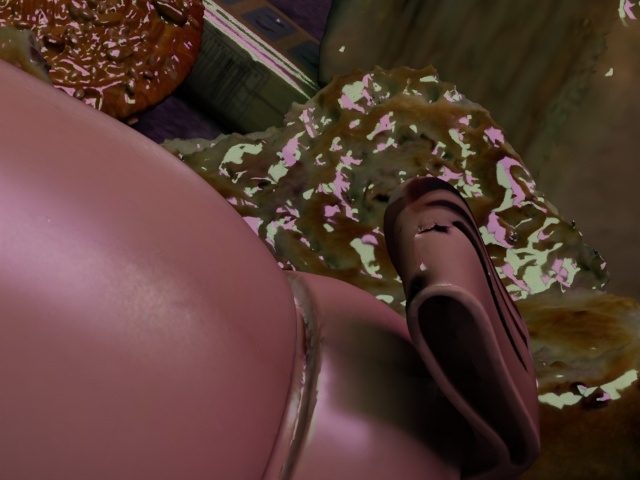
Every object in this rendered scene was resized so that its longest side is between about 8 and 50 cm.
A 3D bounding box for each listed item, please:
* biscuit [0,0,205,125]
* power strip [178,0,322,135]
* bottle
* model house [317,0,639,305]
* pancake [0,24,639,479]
[{"bbox_3d":[-0.118,-0.129,0.798,0.126,0.025,0.206,17,47,-19],"label":"biscuit"},{"bbox_3d":[-0.114,-0.164,0.901,0.387,0.066,0.092,37,22,3],"label":"power strip"},{"bbox_3d":[-0.096,0.026,0.422,0.296,0.206,0.173,28,33,-20],"label":"bottle"},{"bbox_3d":[0.200,-0.057,0.838,0.382,0.335,0.343,23,17,-28],"label":"model house"},{"bbox_3d":[-0.001,-0.002,0.604,0.376,0.054,0.197,20,61,17],"label":"pancake"}]
